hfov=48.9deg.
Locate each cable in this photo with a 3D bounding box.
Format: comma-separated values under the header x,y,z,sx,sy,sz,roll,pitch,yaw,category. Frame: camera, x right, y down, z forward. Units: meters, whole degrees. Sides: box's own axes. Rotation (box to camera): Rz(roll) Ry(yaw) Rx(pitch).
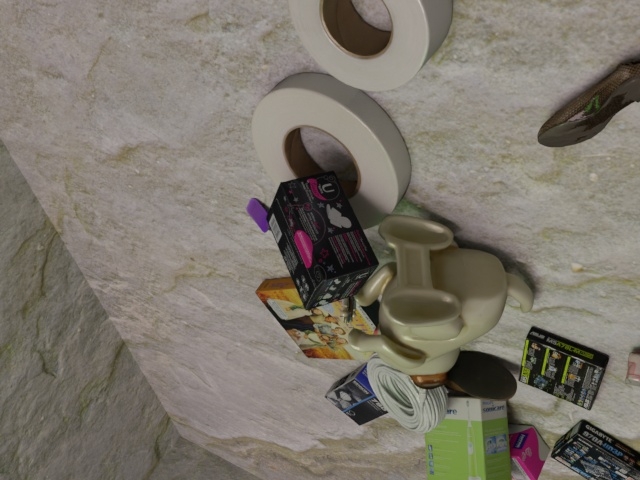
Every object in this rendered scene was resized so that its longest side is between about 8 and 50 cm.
x,y,z,sx,sy,sz,roll,pitch,yaw,category
0.232,0.399,1.910,0.257,0.089,0.257,29,143,47,cable

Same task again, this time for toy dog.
x,y,z,sx,sy,sz,roll,pitch,yaw,category
0.255,0.168,1.654,0.395,0.285,0.408,-2,144,-11,toy dog

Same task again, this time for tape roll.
x,y,z,sx,sy,sz,roll,pitch,yaw,category
0.086,-0.411,1.243,0.286,0.100,0.286,26,144,20,tape roll
0.019,-0.192,1.592,0.391,0.072,0.392,25,143,20,tape roll

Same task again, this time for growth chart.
x,y,z,sx,sy,sz,roll,pitch,yaw,category
0.072,0.124,1.749,0.021,0.172,0.237,0,171,8,growth chart

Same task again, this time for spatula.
x,y,z,sx,sy,sz,roll,pitch,yaw,category
-0.089,-0.009,1.944,0.296,0.030,0.084,37,145,4,spatula

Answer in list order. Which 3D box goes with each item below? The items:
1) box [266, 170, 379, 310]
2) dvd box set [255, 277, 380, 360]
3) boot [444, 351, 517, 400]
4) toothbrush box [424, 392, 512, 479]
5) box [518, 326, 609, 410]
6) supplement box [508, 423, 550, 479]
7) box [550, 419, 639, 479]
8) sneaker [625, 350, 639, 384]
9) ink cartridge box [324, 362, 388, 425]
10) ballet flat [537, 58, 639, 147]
x,y,z,sx,sy,sz,roll,pitch,yaw,category
0.000,0.000,1.555,0.247,0.142,0.163,66,154,21,box
0.028,0.233,2.089,0.420,0.062,0.308,-8,125,48,dvd box set
0.398,0.364,1.875,0.305,0.112,0.115,10,153,46,boot
0.401,0.567,1.931,0.206,0.122,0.284,-13,78,50,toothbrush box
0.572,0.307,1.673,0.184,0.045,0.191,22,144,27,box
0.517,0.596,2.003,0.220,0.111,0.114,-10,123,48,supplement box
0.734,0.573,1.822,0.220,0.051,0.175,30,146,13,box
0.693,0.280,1.529,0.050,0.070,0.134,9,166,25,sneaker
0.147,0.501,2.292,0.165,0.065,0.333,40,146,0,ink cartridge box
0.450,-0.225,1.161,0.084,0.058,0.250,8,158,-18,ballet flat
